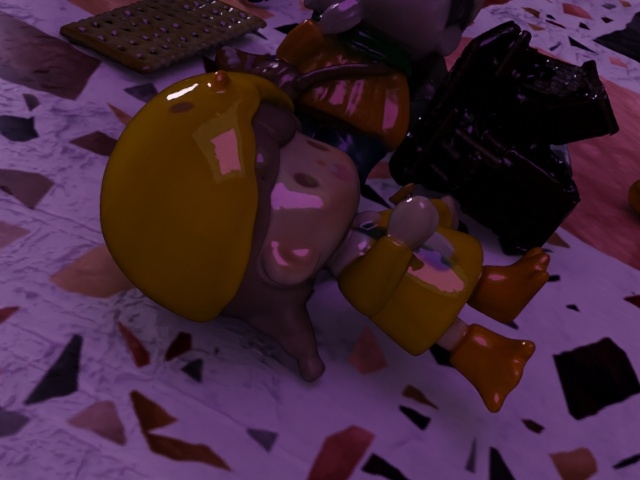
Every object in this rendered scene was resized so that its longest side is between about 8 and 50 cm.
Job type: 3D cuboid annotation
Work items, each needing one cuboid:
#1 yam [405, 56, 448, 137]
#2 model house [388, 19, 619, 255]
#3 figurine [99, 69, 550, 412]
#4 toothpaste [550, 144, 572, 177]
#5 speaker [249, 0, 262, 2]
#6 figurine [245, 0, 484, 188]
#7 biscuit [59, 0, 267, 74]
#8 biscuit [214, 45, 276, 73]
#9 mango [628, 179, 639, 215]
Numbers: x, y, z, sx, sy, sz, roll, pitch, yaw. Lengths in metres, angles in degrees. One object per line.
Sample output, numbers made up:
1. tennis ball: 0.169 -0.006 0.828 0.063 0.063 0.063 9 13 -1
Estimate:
1. yam: 0.083 -0.197 1.051 0.107 0.107 0.194 -1 59 -25
2. model house: 0.195 -0.100 0.934 0.141 0.203 0.164 17 19 -41
3. figurine: 0.000 0.000 0.724 0.344 0.187 0.215 26 26 0
4. toothpaste: 0.273 -0.137 1.146 0.062 0.039 0.239 10 33 0
5. speaker: -0.088 -0.352 1.266 0.075 0.060 0.094 11 71 -11
6. figurine: 0.040 -0.192 0.918 0.185 0.332 0.204 24 4 6
7. biscuit: -0.180 -0.250 1.102 0.139 0.016 0.231 27 37 21
8. biscuit: -0.016 -0.191 1.095 0.205 0.031 0.138 -1 40 -28
9. mango: 0.402 -0.047 1.066 0.114 0.057 0.079 5 47 -10
